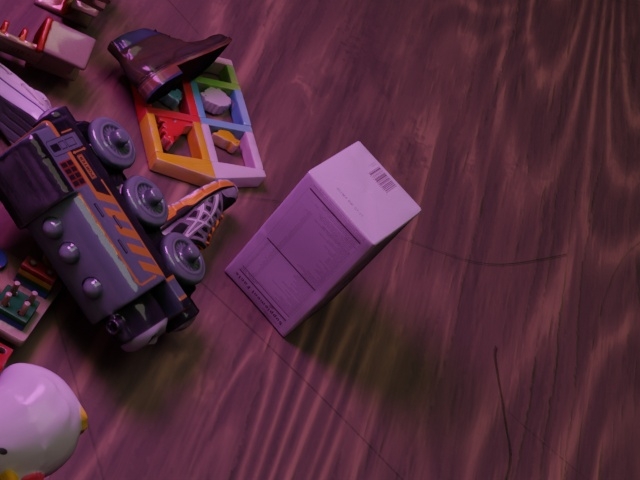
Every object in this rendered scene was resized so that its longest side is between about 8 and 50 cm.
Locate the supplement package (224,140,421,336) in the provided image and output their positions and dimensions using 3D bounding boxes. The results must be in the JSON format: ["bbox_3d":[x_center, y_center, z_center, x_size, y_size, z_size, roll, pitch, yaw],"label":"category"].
[{"bbox_3d":[0.000,0.000,1.756,0.139,0.244,0.134,49,41,6],"label":"supplement package"}]

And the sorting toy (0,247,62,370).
[{"bbox_3d":[-0.394,0.052,1.515,0.132,0.046,0.274,31,31,-6],"label":"sorting toy"}]

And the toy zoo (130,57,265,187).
[{"bbox_3d":[-0.193,-0.183,1.928,0.192,0.030,0.293,8,50,-34],"label":"toy zoo"}]

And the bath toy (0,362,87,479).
[{"bbox_3d":[-0.328,0.261,1.180,0.129,0.348,0.151,-19,60,-46],"label":"bath toy"}]

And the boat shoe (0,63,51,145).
[{"bbox_3d":[-0.406,-0.180,1.712,0.226,0.083,0.076,44,41,3],"label":"boat shoe"}]

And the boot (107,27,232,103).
[{"bbox_3d":[-0.229,-0.299,1.915,0.106,0.082,0.219,47,42,2],"label":"boot"}]

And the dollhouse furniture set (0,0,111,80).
[{"bbox_3d":[-0.370,-0.378,1.806,0.135,0.262,0.259,22,75,-19],"label":"dollhouse furniture set"}]

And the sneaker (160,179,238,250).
[{"bbox_3d":[-0.185,-0.020,1.763,0.215,0.084,0.083,-36,95,-46],"label":"sneaker"}]

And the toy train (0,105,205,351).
[{"bbox_3d":[-0.281,-0.014,1.573,0.334,0.142,0.190,59,28,-3],"label":"toy train"}]
